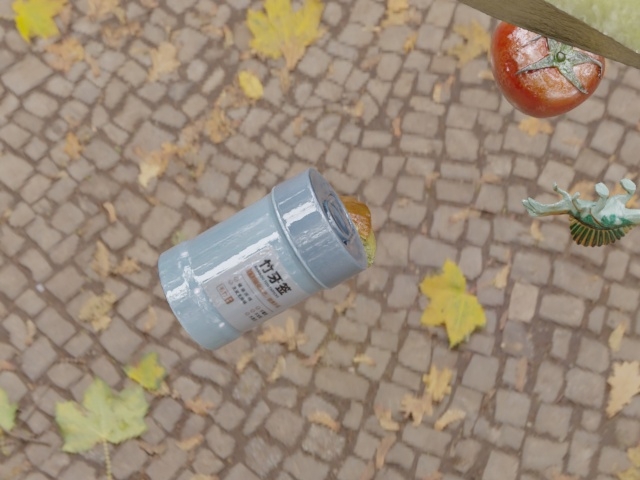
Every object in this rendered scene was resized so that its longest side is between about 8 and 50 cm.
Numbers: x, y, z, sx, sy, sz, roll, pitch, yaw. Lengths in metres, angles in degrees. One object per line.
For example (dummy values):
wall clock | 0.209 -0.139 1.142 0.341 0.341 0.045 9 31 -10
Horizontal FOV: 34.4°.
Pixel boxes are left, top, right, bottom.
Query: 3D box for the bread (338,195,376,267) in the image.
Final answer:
bread | -0.004 -0.005 1.410 0.156 0.086 0.125 -17 36 0

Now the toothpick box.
toothpick box | -0.049 0.017 0.888 0.153 0.101 0.101 -30 68 13

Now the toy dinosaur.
toy dinosaur | 0.342 -0.026 1.243 0.187 0.106 0.044 21 47 -11

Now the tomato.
tomato | 0.321 -0.260 1.508 0.167 0.167 0.167 -1 68 3

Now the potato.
potato | 0.223 -0.287 1.082 0.269 0.255 0.112 24 97 -27
